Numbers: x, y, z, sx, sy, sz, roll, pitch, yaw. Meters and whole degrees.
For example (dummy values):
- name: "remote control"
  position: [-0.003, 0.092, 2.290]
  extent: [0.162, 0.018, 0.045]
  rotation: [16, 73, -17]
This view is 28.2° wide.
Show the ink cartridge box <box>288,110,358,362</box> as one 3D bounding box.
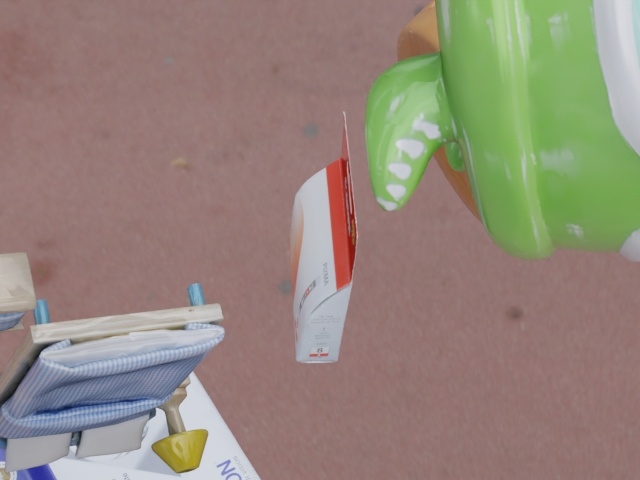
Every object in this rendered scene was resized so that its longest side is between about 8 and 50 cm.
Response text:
- name: "ink cartridge box"
  position: [0.000, 0.000, 1.109]
  extent: [0.045, 0.179, 0.145]
  rotation: [-1, 51, -4]

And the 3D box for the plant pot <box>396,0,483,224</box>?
- name: "plant pot"
  position: [0.198, -0.128, 1.040]
  extent: [0.203, 0.291, 0.291]
  rotation: [-30, 58, -8]

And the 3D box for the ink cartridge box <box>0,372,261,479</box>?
- name: "ink cartridge box"
  position: [-0.180, 0.219, 1.139]
  extent: [0.224, 0.045, 0.223]
  rotation: [-26, 62, -21]

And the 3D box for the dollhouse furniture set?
- name: "dollhouse furniture set"
  position: [-0.165, 0.141, 0.795]
  extent: [0.303, 0.286, 0.198]
  rotation: [-5, 70, -29]

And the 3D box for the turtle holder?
- name: "turtle holder"
  position: [0.144, -0.153, 0.525]
  extent: [0.227, 0.243, 0.320]
  rotation: [-2, 78, 18]
